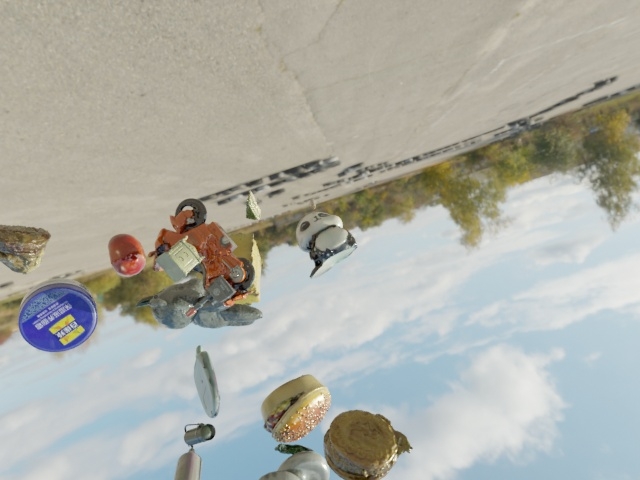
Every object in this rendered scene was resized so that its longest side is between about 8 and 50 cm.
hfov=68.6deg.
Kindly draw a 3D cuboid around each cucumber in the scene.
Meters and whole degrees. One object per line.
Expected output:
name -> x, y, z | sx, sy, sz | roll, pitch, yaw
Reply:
cucumber -> -0.568, 0.204, 1.664 | 0.184, 0.033, 0.036 | -14, -164, -5

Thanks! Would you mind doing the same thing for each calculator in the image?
calculator -> -0.441, 0.536, 1.800 | 0.041, 0.298, 0.185 | -3, 132, -30

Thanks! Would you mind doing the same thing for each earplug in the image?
earplug -> -0.096, 0.884, 1.666 | 0.175, 0.214, 0.326 | 18, -165, 37

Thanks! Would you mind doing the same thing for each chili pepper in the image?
chili pepper -> -0.051, 0.903, 1.926 | 0.279, 0.065, 0.122 | 28, -151, 16

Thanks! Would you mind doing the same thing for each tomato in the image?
tomato -> -0.852, 0.061, 2.072 | 0.136, 0.195, 0.195 | -18, -177, -11

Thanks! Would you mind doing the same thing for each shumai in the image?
shumai -> -0.591, 0.013, 0.905 | 0.139, 0.105, 0.123 | -15, 170, 33

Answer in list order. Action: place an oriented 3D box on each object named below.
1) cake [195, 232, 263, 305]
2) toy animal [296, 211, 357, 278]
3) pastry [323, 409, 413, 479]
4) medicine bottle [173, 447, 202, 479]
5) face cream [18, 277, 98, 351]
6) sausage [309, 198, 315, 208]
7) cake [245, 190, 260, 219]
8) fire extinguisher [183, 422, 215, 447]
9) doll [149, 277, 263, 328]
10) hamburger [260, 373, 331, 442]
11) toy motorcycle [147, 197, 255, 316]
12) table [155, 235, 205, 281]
cake -> -0.351, 0.138, 1.911 | 0.223, 0.227, 0.286 | -3, 143, 4
toy animal -> 0.000, 0.000, 1.352 | 0.166, 0.179, 0.138 | -23, 148, -20
pastry -> 0.129, 0.648, 1.490 | 0.235, 0.132, 0.240 | -7, -150, -36
medicine bottle -> -0.289, 0.505, 1.024 | 0.058, 0.057, 0.199 | -19, -173, -9
face cream -> -0.781, 0.219, 1.404 | 0.206, 0.205, 0.111 | -20, -157, -22
sausage -> -0.023, -0.110, 1.412 | 0.015, 0.015, 0.100 | -19, -162, 2
cake -> -0.250, -0.125, 1.653 | 0.055, 0.051, 0.140 | 5, 153, 10
fire extinguisher -> -0.198, 0.307, 0.744 | 0.025, 0.038, 0.083 | -21, 169, -47
doll -> -0.358, 0.199, 1.480 | 0.341, 0.158, 0.246 | 2, 163, -19
hamburger -> -0.093, 0.672, 1.856 | 0.300, 0.176, 0.300 | -27, 145, -21
toy motorcycle -> -0.334, 0.057, 1.289 | 0.221, 0.325, 0.148 | -41, 171, 4
table -> -0.355, 0.046, 1.194 | 0.062, 0.079, 0.083 | -28, -165, 41
